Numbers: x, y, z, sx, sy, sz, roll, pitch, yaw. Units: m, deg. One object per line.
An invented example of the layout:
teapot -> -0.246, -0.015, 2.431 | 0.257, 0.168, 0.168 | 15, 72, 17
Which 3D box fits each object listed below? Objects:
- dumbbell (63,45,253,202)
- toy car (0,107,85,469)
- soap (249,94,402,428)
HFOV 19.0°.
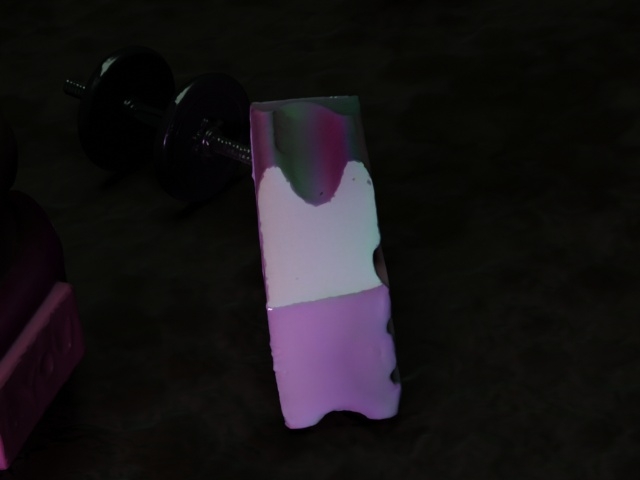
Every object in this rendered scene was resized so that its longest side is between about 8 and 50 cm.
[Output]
dumbbell -> -0.081, -0.061, 0.991 | 0.147, 0.069, 0.069 | 23, 42, 35
toy car -> -0.278, -0.020, 0.800 | 0.341, 0.240, 0.271 | 6, 35, 15
soap -> 0.000, 0.000, 0.859 | 0.056, 0.100, 0.149 | -6, 34, -1
